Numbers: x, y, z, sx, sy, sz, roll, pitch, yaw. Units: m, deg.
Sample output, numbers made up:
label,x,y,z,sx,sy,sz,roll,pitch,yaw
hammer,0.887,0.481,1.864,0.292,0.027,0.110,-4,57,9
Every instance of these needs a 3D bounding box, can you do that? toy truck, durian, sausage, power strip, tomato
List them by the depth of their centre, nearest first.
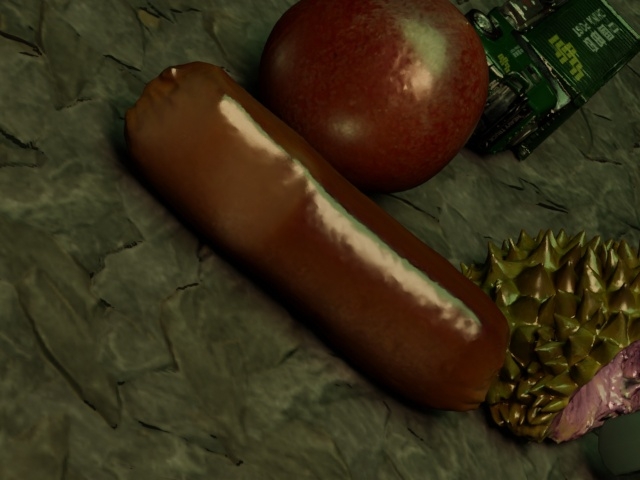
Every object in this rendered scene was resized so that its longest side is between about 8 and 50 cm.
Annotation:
label,x,y,z,sx,sy,sz,roll,pitch,yaw
sausage,0.000,0.000,1.030,0.300,0.089,0.083,41,23,-6
tomato,0.041,-0.113,1.127,0.167,0.167,0.167,26,41,-25
power strip,0.292,0.140,1.131,0.216,0.137,0.044,14,64,-49
durian,0.197,0.052,1.165,0.186,0.154,0.260,31,23,22
toy truck,0.178,-0.154,1.350,0.121,0.088,0.259,48,35,2
